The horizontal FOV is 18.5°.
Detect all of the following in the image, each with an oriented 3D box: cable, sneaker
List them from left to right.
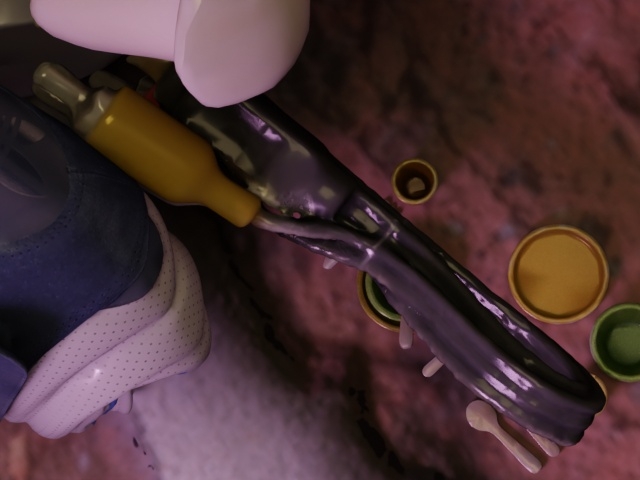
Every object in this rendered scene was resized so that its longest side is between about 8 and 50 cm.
[{"bbox_3d":[-0.198,0.026,0.895,0.323,0.236,0.130,-13,45,43],"label":"sneaker"},{"bbox_3d":[0.000,0.000,0.889,0.287,0.139,0.072,40,101,3],"label":"cable"}]

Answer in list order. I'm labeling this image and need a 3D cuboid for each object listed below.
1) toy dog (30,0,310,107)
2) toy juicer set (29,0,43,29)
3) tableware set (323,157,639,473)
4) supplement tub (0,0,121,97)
[{"bbox_3d":[-0.052,-0.219,0.707,0.408,0.284,0.395,1,38,3],"label":"toy dog"},{"bbox_3d":[-0.034,-0.254,0.863,0.329,0.089,0.209,-32,90,-28],"label":"toy juicer set"},{"bbox_3d":[0.084,0.026,0.923,0.104,0.024,0.154,-44,80,-3],"label":"tableware set"},{"bbox_3d":[-0.169,-0.174,0.911,0.144,0.144,0.199,-14,81,2],"label":"supplement tub"}]
